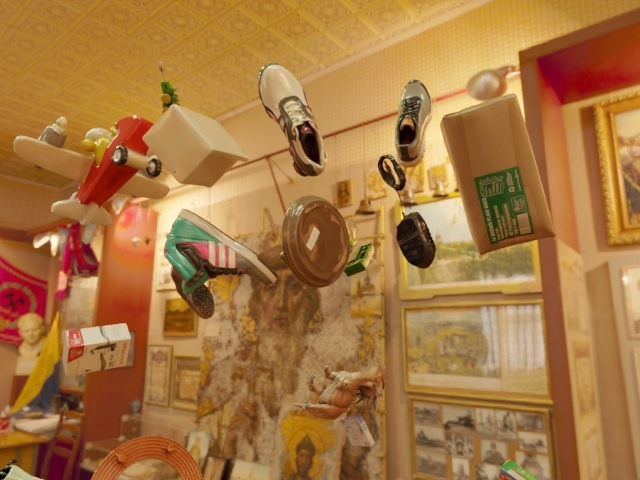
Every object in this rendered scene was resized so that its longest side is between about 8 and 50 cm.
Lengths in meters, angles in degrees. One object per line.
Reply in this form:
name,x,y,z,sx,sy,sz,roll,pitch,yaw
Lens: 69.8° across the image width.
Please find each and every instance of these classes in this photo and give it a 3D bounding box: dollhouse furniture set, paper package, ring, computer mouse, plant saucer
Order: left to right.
ring,-0.459,0.703,1.234,0.336,0.337,0.032,11,-36,-42
plant saucer,0.000,0.000,1.356,0.041,0.278,0.277,-10,-16,44
dollhouse furniture set,0.025,0.048,1.784,0.301,0.198,0.151,-24,19,29
computer mouse,0.170,-0.060,0.903,0.041,0.242,0.071,-10,-11,-33
paper package,0.408,-0.164,1.103,0.168,0.325,0.309,-16,7,18

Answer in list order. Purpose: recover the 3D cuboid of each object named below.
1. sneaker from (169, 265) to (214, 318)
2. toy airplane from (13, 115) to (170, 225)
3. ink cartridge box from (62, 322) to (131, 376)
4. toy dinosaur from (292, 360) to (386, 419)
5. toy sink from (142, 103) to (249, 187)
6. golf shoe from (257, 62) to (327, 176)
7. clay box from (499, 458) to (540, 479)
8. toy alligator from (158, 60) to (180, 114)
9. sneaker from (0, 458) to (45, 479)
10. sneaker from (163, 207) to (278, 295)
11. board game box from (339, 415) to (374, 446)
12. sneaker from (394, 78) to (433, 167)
sneaker,-0.365,0.146,1.303,0.066,0.188,0.071,-21,-15,-45
toy airplane,-0.695,-0.231,1.462,0.384,0.273,0.386,-18,-27,-17
ink cartridge box,-0.532,0.259,1.093,0.135,0.099,0.056,-2,35,-38
toy dinosaur,0.062,0.474,1.386,0.295,0.127,0.200,-38,-60,12
toy sink,-0.316,-0.233,1.194,0.131,0.153,0.234,-42,-5,13
golf shoe,-0.050,-0.276,1.037,0.105,0.273,0.120,-29,14,-10
clay box,0.576,0.759,1.314,0.053,0.222,0.127,-18,24,-32
toy alligator,-0.451,-0.439,1.384,0.051,0.190,0.056,0,29,-6
sneaker,-0.826,0.661,1.187,0.255,0.094,0.151,-34,-68,15
sneaker,-0.266,0.072,1.145,0.295,0.178,0.124,34,-12,-10
board game box,0.110,0.576,1.386,0.020,0.090,0.090,-25,-1,-42
sneaker,0.270,-0.356,1.341,0.100,0.272,0.108,1,-18,22
